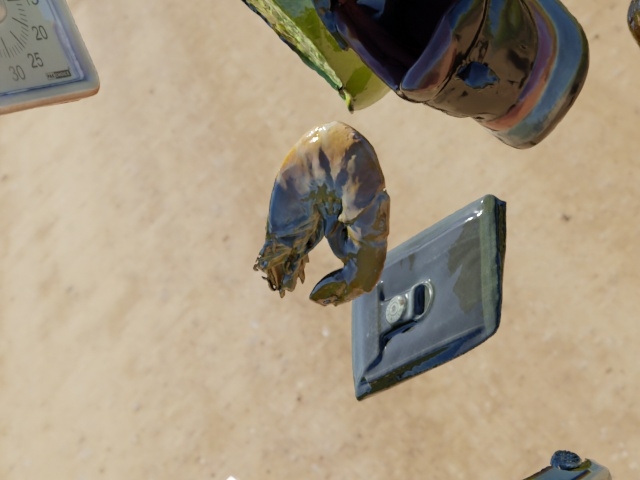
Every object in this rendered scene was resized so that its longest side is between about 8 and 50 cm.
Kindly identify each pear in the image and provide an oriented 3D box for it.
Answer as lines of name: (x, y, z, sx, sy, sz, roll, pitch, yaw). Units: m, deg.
pear: (0.033, -0.327, 1.449, 0.282, 0.286, 0.176, -42, -16, -6)

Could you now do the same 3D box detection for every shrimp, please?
shrimp: (0.003, -0.002, 1.163, 0.053, 0.133, 0.236, -29, -19, -37)

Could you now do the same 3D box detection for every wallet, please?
wallet: (0.109, 0.061, 1.467, 0.245, 0.052, 0.169, -34, 42, 49)

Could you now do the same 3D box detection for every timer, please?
timer: (-0.390, -0.255, 1.516, 0.161, 0.250, 0.257, -6, 9, 26)

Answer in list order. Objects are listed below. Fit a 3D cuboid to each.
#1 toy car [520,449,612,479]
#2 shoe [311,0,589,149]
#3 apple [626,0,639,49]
toy car: (0.159, 0.230, 1.088, 0.056, 0.095, 0.205, 25, 25, 36)
shoe: (0.044, -0.173, 0.885, 0.114, 0.137, 0.291, -55, 50, 29)
apple: (0.353, -0.204, 1.318, 0.102, 0.126, 0.126, -30, 19, -14)
